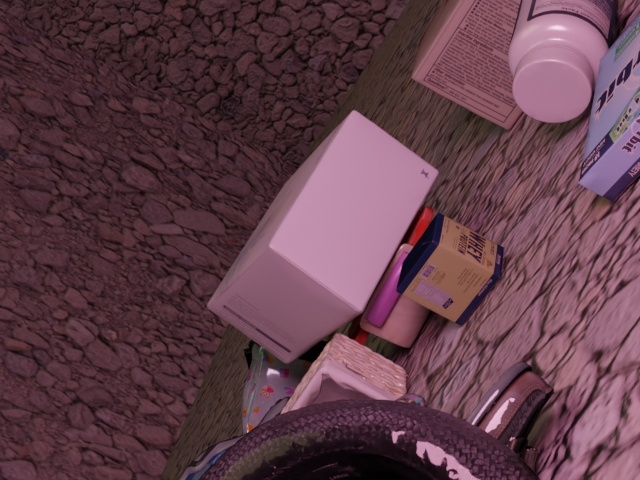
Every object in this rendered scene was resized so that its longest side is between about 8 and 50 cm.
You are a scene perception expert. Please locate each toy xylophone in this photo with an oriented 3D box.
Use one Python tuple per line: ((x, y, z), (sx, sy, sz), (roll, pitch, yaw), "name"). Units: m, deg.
((0.083, 0.070, 1.611), (0.236, 0.081, 0.322), (-63, 7, -1), "toy xylophone")

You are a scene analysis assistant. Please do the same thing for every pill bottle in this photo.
((0.257, -0.210, 1.338), (0.108, 0.108, 0.180), (-54, 11, 46), "pill bottle")

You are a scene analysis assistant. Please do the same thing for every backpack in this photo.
((-0.050, 0.221, 1.759), (0.115, 0.151, 0.182), (91, -165, -87), "backpack")

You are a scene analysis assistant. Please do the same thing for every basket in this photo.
((0.017, 0.206, 1.457), (0.167, 0.113, 0.103), (-58, 6, 24), "basket")

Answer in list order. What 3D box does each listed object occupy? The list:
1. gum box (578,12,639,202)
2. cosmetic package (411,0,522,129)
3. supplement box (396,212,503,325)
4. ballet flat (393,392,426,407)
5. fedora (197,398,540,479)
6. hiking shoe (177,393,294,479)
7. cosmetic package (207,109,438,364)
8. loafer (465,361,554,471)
((0.295, -0.147, 1.105), (0.157, 0.041, 0.184), (-54, 12, 47), "gum box")
((0.251, -0.305, 1.552), (0.296, 0.153, 0.129), (-55, 11, 35), "cosmetic package")
((0.140, 0.031, 1.353), (0.083, 0.083, 0.056), (-57, 9, 36), "supplement box")
((0.084, 0.197, 1.357), (0.114, 0.041, 0.041), (-52, 12, 52), "ballet flat")
((0.041, 0.269, 0.774), (0.334, 0.334, 0.152), (-62, -28, 2), "fedora")
((-0.096, 0.317, 1.639), (0.304, 0.113, 0.132), (-45, 18, 13), "hiking shoe")
((0.000, 0.000, 1.530), (0.224, 0.138, 0.224), (-59, 10, -31), "cosmetic package")
((0.113, 0.224, 0.962), (0.268, 0.084, 0.096), (-58, -23, 3), "loafer")
